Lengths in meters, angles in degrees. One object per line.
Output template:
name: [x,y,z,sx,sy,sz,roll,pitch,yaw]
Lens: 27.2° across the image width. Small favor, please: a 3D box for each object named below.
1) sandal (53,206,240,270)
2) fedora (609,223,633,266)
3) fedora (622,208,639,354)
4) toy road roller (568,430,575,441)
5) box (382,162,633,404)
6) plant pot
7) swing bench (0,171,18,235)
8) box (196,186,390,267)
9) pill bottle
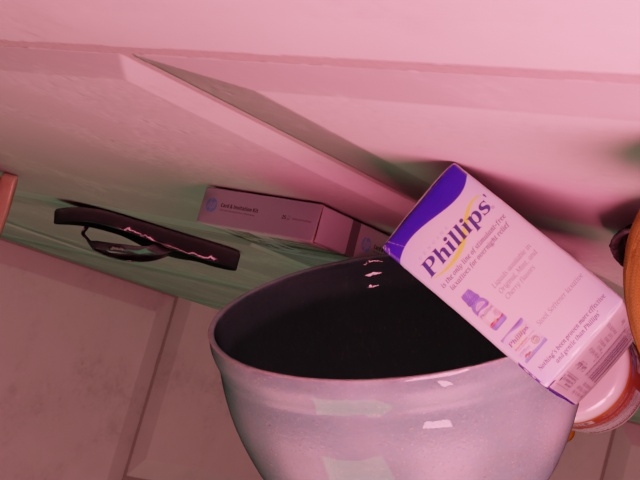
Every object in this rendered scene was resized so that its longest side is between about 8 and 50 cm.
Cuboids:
sandal: [-0.235,0.006,1.759,0.254,0.054,0.097,16,173,-4]
fedora: [0.307,0.090,0.767,0.334,0.152,0.334,16,173,2]
fedora: [0.236,0.029,0.596,0.194,0.194,0.079,10,-152,41]
toy road roller: [0.159,0.167,1.514,0.241,0.202,0.329,-3,177,21]
box: [0.124,0.031,0.840,0.137,0.072,0.126,42,-177,22]
plant pot: [0.068,0.143,1.043,0.293,0.196,0.293,-6,-164,2]
swing bench: [-0.509,-0.047,1.489,0.253,0.165,0.254,15,174,2]
box: [0.000,0.000,1.234,0.145,0.038,0.186,10,171,41]
pill bottle: [0.276,0.139,1.385,0.121,0.121,0.216,13,173,22]
